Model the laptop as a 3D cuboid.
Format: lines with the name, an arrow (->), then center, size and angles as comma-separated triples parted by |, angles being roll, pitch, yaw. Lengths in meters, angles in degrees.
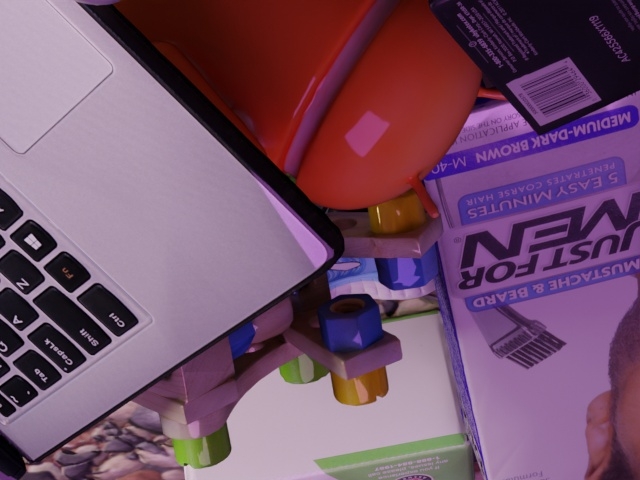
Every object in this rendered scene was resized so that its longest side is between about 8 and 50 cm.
laptop -> -0.283, 0.020, 0.727 | 0.382, 0.236, 0.408 | 44, 134, -12

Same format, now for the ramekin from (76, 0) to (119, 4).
ramekin -> -0.096, -0.200, 0.644 | 0.109, 0.207, 0.207 | -34, 141, 18

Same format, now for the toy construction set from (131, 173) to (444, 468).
toy construction set -> -0.105, 0.031, 0.973 | 0.215, 0.151, 0.327 | -26, -168, -33

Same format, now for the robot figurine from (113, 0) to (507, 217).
robot figurine -> -0.018, -0.097, 0.827 | 0.219, 0.158, 0.128 | 33, 103, 5

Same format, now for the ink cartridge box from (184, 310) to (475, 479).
ink cartridge box -> 0.014, 0.181, 1.316 | 0.198, 0.115, 0.273 | -11, 147, 1

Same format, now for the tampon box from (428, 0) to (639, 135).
tampon box -> 0.103, -0.155, 0.793 | 0.101, 0.161, 0.120 | -24, 143, 21

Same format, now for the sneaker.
sneaker -> 0.000, 0.000, 1.109 | 0.162, 0.063, 0.073 | -10, 129, -8

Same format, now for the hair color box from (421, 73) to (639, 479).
hair color box -> 0.157, 0.005, 1.024 | 0.185, 0.110, 0.339 | -15, 134, 1
